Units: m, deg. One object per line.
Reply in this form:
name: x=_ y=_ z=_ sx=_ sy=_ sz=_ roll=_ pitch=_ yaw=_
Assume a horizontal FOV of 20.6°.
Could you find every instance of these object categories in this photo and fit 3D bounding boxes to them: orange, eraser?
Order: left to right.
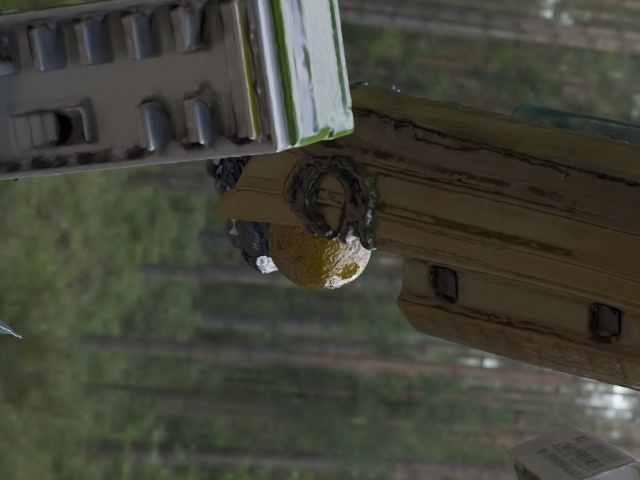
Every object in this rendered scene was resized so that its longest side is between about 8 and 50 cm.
orange: x=0.000 y=0.000 z=1.442 sx=0.095 sy=0.085 sz=0.085 roll=35 pitch=55 yaw=-67
eraser: x=0.243 y=0.249 z=1.589 sx=0.287 sy=0.086 sz=0.130 roll=152 pitch=-84 yaw=-88

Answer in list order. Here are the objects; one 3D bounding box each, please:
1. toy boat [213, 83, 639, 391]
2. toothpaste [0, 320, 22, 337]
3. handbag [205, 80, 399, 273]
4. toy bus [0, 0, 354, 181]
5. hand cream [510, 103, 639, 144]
toy boat: x=0.137 y=0.002 z=1.183 sx=0.136 sy=0.445 sz=0.162 roll=-33 pitch=133 yaw=-56
toothpaste: x=-0.382 y=0.034 z=1.426 sx=0.075 sy=0.296 sz=0.048 roll=46 pitch=59 yaw=-64
handbag: x=0.004 y=-0.076 z=1.887 sx=0.162 sy=0.260 sz=0.113 roll=68 pitch=-25 yaw=6
toy bus: x=-0.143 y=-0.085 z=0.965 sx=0.139 sy=0.301 sz=0.113 roll=-29 pitch=112 yaw=-67
hand cream: x=0.268 y=-0.106 z=1.842 sx=0.224 sy=0.083 sz=0.048 roll=21 pitch=-36 yaw=56
